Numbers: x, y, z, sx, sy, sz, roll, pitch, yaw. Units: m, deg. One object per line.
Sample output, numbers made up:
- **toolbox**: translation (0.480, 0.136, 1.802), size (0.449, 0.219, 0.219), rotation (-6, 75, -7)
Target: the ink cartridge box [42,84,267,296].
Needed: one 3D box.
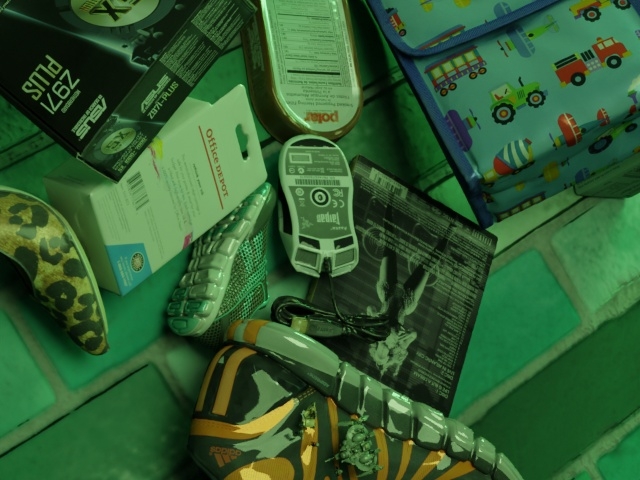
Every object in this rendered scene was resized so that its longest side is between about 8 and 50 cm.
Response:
- **ink cartridge box**: translation (-0.133, -0.050, 1.635), size (0.181, 0.061, 0.104), rotation (-39, 132, -33)

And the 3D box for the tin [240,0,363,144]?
- **tin**: translation (-0.018, -0.175, 1.806), size (0.106, 0.040, 0.190), rotation (-1, 73, -28)

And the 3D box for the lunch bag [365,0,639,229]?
- **lunch bag**: translation (0.178, -0.197, 1.837), size (0.221, 0.138, 0.293), rotation (-27, 69, 1)

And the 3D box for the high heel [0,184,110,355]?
- **high heel**: translation (-0.292, 0.017, 1.547), size (0.186, 0.093, 0.261), rotation (-35, 102, -19)

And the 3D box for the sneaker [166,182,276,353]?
- **sneaker**: translation (-0.071, 0.027, 1.690), size (0.076, 0.065, 0.166), rotation (44, 57, -31)

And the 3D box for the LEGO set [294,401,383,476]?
- **LEGO set**: translation (0.020, 0.161, 1.571), size (0.083, 0.023, 0.054), rotation (16, 75, -25)

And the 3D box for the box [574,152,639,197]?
- **box**: translation (0.303, -0.125, 1.934), size (0.072, 0.126, 0.137), rotation (3, 71, -31)

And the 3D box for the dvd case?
- **dvd case**: translation (0.068, 0.052, 1.785), size (0.164, 0.018, 0.221), rotation (30, 58, -20)

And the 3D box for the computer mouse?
- **computer mouse**: translation (0.000, 0.000, 1.731), size (0.106, 0.042, 0.193), rotation (2, 66, -18)

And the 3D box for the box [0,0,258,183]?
- **box**: translation (-0.167, -0.162, 1.541), size (0.147, 0.077, 0.180), rotation (40, 91, 23)

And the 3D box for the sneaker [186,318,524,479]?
- **sneaker**: translation (0.020, 0.211, 1.648), size (0.321, 0.124, 0.180), rotation (30, 70, -21)
